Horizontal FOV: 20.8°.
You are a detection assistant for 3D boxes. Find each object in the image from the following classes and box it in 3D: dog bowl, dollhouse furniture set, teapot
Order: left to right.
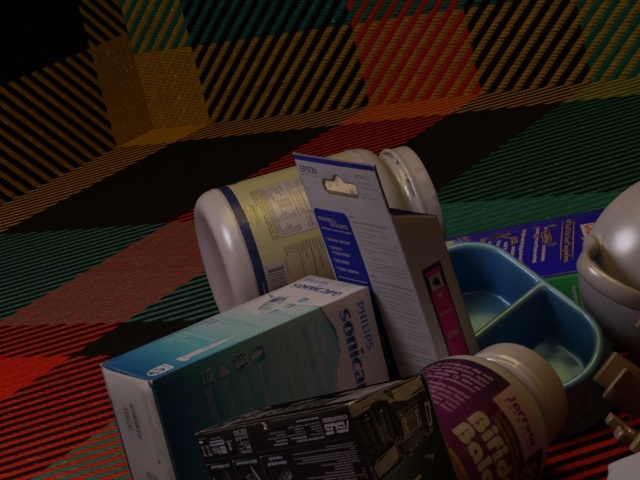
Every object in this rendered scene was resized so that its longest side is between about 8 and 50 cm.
[{"bbox_3d":[0.216,0.107,2.025,0.166,0.074,0.297,-36,49,-17],"label":"dog bowl"},{"bbox_3d":[0.434,0.050,2.028,0.256,0.252,0.187,-31,36,-6],"label":"teapot"},{"bbox_3d":[0.420,0.138,1.789,0.259,0.135,0.262,-54,10,11],"label":"dollhouse furniture set"}]

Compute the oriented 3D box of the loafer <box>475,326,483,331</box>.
[{"bbox_3d":[0.208,0.127,2.123,0.268,0.092,0.102,-11,-18,12],"label":"loafer"}]

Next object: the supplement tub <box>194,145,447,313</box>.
[{"bbox_3d":[0.000,0.000,2.548,0.325,0.235,0.235,-17,15,-13],"label":"supplement tub"}]

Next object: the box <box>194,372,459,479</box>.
[{"bbox_3d":[0.021,0.251,1.460,0.076,0.242,0.307,-19,-2,-29],"label":"box"}]

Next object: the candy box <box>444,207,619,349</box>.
[{"bbox_3d":[0.249,0.069,2.301,0.317,0.122,0.268,-11,14,13],"label":"candy box"}]

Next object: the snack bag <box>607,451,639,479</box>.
[{"bbox_3d":[0.400,0.243,1.434,0.323,0.037,0.342,-24,28,18],"label":"snack bag"}]

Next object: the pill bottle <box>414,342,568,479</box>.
[{"bbox_3d":[0.128,0.218,1.775,0.169,0.169,0.301,-1,20,39],"label":"pill bottle"}]

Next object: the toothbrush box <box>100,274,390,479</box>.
[{"bbox_3d":[-0.070,0.191,1.957,0.295,0.216,0.126,-23,18,-29],"label":"toothbrush box"}]

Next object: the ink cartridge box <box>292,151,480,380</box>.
[{"bbox_3d":[0.089,0.065,1.971,0.069,0.371,0.176,-30,21,-25],"label":"ink cartridge box"}]
